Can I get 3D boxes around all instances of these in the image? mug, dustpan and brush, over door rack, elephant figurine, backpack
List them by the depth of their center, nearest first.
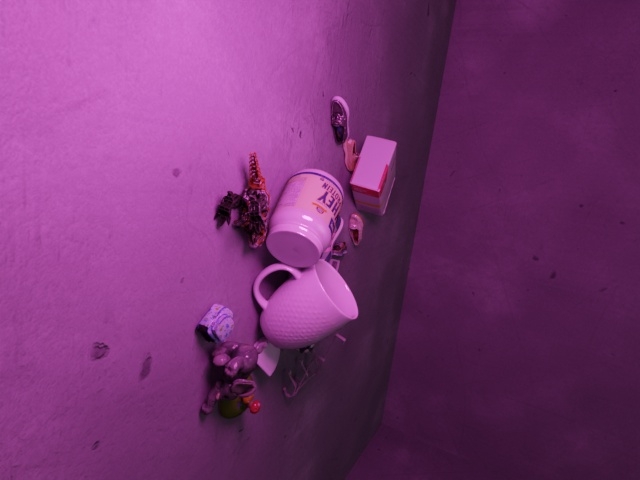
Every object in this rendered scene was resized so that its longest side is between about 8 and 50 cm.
[{"bbox_3d":[-0.337,0.275,1.371,0.105,0.084,0.114,75,34,-48],"label":"backpack"},{"bbox_3d":[-0.307,0.488,1.456,0.169,0.186,0.239,-49,144,-68],"label":"elephant figurine"},{"bbox_3d":[-0.094,0.240,1.605,0.374,0.328,0.276,48,17,-21],"label":"mug"},{"bbox_3d":[-0.207,0.439,1.731,0.211,0.060,0.147,-52,123,-32],"label":"dustpan and brush"},{"bbox_3d":[-0.041,0.590,2.000,0.324,0.108,0.240,-55,165,29],"label":"over door rack"}]

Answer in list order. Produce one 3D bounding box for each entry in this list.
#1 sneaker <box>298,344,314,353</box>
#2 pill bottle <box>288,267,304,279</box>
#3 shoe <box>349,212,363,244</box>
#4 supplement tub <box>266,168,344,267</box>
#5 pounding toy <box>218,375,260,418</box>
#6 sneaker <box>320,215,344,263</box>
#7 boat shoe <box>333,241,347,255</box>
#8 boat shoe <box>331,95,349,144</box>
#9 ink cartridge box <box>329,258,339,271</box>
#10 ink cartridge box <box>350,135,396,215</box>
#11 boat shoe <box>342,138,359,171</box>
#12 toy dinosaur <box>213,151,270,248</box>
[{"bbox_3d":[-0.070,0.457,1.977,0.234,0.094,0.153,87,20,-50],"label":"sneaker"},{"bbox_3d":[-0.094,0.205,1.800,0.108,0.108,0.180,-16,116,-61],"label":"pill bottle"},{"bbox_3d":[0.201,-0.062,2.303,0.219,0.077,0.058,77,31,-45],"label":"shoe"},{"bbox_3d":[-0.056,-0.085,1.538,0.235,0.236,0.324,74,27,-45],"label":"supplement tub"},{"bbox_3d":[-0.282,0.585,1.595,0.183,0.110,0.236,37,69,-62],"label":"pounding toy"},{"bbox_3d":[0.000,0.000,1.925,0.131,0.112,0.318,40,62,-43],"label":"sneaker"},{"bbox_3d":[0.092,0.040,2.156,0.183,0.066,0.066,-20,115,-71],"label":"boat shoe"},{"bbox_3d":[0.081,-0.532,1.854,0.228,0.080,0.076,81,31,-52],"label":"boat shoe"},{"bbox_3d":[0.044,0.239,2.123,0.189,0.066,0.232,-76,-179,-45],"label":"ink cartridge box"},{"bbox_3d":[0.288,-0.327,2.182,0.384,0.161,0.279,58,50,-71],"label":"ink cartridge box"},{"bbox_3d":[0.160,-0.421,2.058,0.068,0.072,0.190,-60,150,-31],"label":"boat shoe"},{"bbox_3d":[-0.236,-0.121,1.375,0.218,0.165,0.321,-55,131,-65],"label":"toy dinosaur"}]
